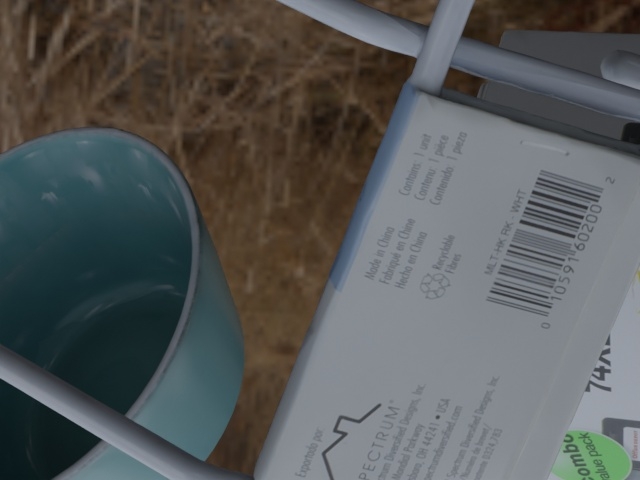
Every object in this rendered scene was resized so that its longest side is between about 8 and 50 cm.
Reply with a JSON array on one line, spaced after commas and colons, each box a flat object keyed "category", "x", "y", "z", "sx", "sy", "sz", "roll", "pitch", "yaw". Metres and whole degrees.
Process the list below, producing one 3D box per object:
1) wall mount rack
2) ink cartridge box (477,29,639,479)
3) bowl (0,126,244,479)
[{"category": "wall mount rack", "x": 0.000, "y": 0.000, "z": 0.620, "sx": 0.304, "sy": 0.350, "sz": 0.130, "roll": 15, "pitch": -162, "yaw": -17}, {"category": "ink cartridge box", "x": 0.221, "y": 0.018, "z": 0.847, "sx": 0.270, "sy": 0.197, "sz": 0.198, "roll": 4, "pitch": 134, "yaw": 17}, {"category": "bowl", "x": -0.179, "y": 0.089, "z": 1.109, "sx": 0.311, "sy": 0.311, "sz": 0.163, "roll": -1, "pitch": 149, "yaw": 33}]
